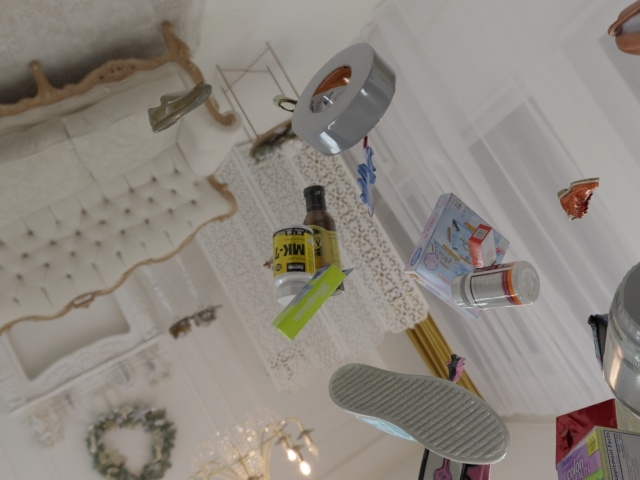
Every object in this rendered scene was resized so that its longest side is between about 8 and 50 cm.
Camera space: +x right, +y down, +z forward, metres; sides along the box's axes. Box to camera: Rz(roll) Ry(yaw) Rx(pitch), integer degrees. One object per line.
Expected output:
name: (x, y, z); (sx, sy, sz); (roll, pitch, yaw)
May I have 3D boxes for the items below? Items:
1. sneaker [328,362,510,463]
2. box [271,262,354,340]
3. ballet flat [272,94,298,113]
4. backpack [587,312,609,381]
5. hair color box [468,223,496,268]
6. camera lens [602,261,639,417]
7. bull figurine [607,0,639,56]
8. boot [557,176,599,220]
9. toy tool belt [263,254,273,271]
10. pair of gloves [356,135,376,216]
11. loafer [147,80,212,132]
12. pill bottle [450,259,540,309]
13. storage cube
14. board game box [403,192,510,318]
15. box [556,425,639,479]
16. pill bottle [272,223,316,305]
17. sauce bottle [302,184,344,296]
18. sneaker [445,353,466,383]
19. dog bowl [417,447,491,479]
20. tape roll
sneaker: (0.200, 0.336, 1.084); (0.150, 0.366, 0.135); (42, 68, -51)
box: (-0.017, 0.108, 1.050); (0.178, 0.042, 0.109); (-48, -176, -11)
ballet flat: (-0.074, -0.424, 1.770); (0.168, 0.052, 0.057); (7, 113, -26)
backpack: (0.685, 0.253, 1.219); (0.117, 0.173, 0.158); (-9, -174, 2)
hair color box: (0.482, 0.024, 1.634); (0.072, 0.043, 0.141); (-49, 139, -21)
camera lens: (0.620, 0.180, 0.956); (0.219, 0.219, 0.274); (-29, 134, -5)
bull figurine: (0.562, -0.298, 0.730); (0.310, 0.101, 0.188); (-6, -172, 7)
boot: (0.630, -0.100, 1.324); (0.059, 0.084, 0.158); (-7, 165, 0)
toy tool belt: (-0.137, 0.074, 1.741); (0.052, 0.051, 0.083); (-15, -157, 49)
pair of gloves: (0.118, -0.167, 1.391); (0.023, 0.198, 0.159); (-3, 147, 14)
loafer: (-0.259, -0.246, 0.988); (0.148, 0.050, 0.056); (-29, -166, 22)
pill bottle: (0.484, 0.130, 1.536); (0.121, 0.121, 0.221); (-24, -176, -40)
storage cube: (0.795, 0.587, 1.528); (0.193, 0.215, 0.183); (-41, -166, 41)
board game box: (0.477, 0.055, 1.899); (0.318, 0.319, 0.066); (-61, -158, -17)
box: (0.617, 0.469, 1.053); (0.243, 0.117, 0.213); (8, 140, 5)
pill bottle: (-0.072, 0.069, 1.527); (0.119, 0.208, 0.119); (-4, 155, -2)
sauce bottle: (0.000, 0.000, 1.702); (0.111, 0.344, 0.111); (-8, 164, -2)
sneaker: (0.439, 0.425, 1.824); (0.047, 0.057, 0.119); (-19, 129, -49)
dog bowl: (0.367, 0.687, 1.495); (0.150, 0.408, 0.408); (7, -171, 24)
tape roll: (0.043, -0.275, 1.076); (0.219, 0.219, 0.072); (-34, 128, 29)
